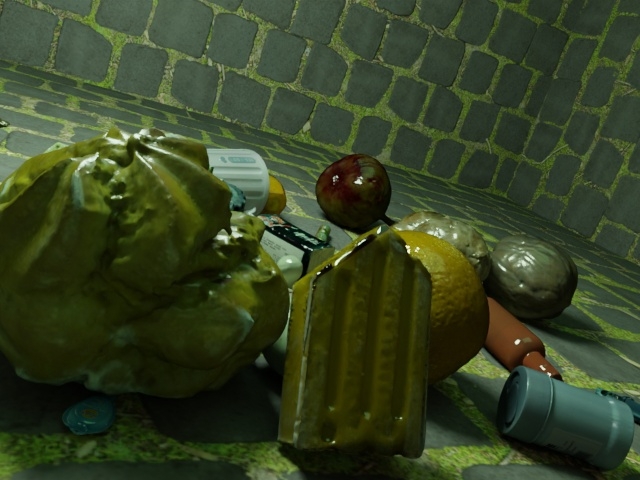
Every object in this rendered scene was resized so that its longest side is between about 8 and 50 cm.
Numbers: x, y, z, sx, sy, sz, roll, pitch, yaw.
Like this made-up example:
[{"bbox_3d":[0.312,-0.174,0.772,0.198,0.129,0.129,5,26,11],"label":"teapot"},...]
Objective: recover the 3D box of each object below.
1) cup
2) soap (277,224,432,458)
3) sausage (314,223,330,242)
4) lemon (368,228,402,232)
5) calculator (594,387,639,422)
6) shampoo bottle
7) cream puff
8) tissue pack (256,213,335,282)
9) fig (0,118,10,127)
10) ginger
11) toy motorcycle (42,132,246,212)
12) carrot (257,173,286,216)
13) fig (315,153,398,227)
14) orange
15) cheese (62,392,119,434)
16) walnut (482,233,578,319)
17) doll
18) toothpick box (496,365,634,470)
[{"bbox_3d":[-0.223,-0.118,1.342,0.221,0.167,0.202,28,21,36],"label":"cup"},{"bbox_3d":[0.045,0.109,0.694,0.160,0.258,0.080,13,-17,-24],"label":"soap"},{"bbox_3d":[-0.001,0.000,1.430,0.032,0.033,0.269,19,16,1],"label":"sausage"},{"bbox_3d":[0.133,0.068,1.098,0.206,0.174,0.173,27,12,-19],"label":"lemon"},{"bbox_3d":[0.555,0.302,1.062,0.141,0.019,0.094,27,17,32],"label":"calculator"},{"bbox_3d":[0.354,0.191,1.097,0.085,0.086,0.244,12,19,-23],"label":"shampoo bottle"},{"bbox_3d":[-0.205,0.008,0.700,0.378,0.276,0.378,18,9,-3],"label":"cream puff"},{"bbox_3d":[-0.061,0.025,1.151,0.170,0.103,0.090,29,25,34],"label":"tissue pack"},{"bbox_3d":[-0.780,-0.277,1.359,0.154,0.103,0.109,7,40,-10],"label":"fig"},{"bbox_3d":[0.263,0.015,1.436,0.255,0.177,0.375,4,15,5],"label":"ginger"},{"bbox_3d":[-0.340,-0.086,1.076,0.410,0.169,0.237,-10,39,-43],"label":"toy motorcycle"},{"bbox_3d":[-0.183,-0.143,1.573,0.114,0.114,0.302,9,18,-32],"label":"carrot"},{"bbox_3d":[0.136,-0.100,1.745,0.217,0.217,0.321,36,-5,48],"label":"fig"},{"bbox_3d":[0.137,0.098,0.902,0.236,0.237,0.236,17,16,-5],"label":"orange"},{"bbox_3d":[-0.227,0.169,0.621,0.047,0.017,0.111,22,15,0],"label":"cheese"},{"bbox_3d":[0.492,0.087,1.407,0.224,0.224,0.224,17,16,-5],"label":"walnut"},{"bbox_3d":[-0.029,0.126,0.847,0.154,0.113,0.275,-2,31,-33],"label":"doll"},{"bbox_3d":[0.340,0.249,0.843,0.153,0.101,0.101,20,16,1],"label":"toothpick box"}]
